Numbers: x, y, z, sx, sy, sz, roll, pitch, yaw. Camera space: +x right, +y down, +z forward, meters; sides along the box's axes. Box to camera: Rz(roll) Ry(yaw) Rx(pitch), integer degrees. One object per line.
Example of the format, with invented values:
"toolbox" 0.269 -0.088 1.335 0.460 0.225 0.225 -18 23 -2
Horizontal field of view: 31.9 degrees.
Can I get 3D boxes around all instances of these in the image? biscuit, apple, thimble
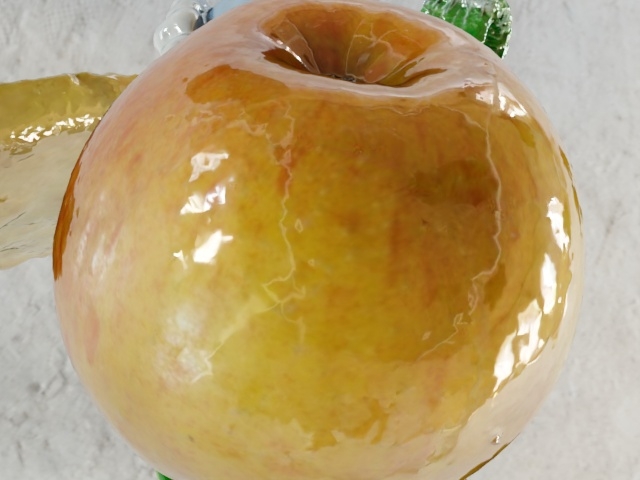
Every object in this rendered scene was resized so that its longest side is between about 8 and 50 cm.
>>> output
"biscuit" -0.330 -0.046 1.093 0.446 0.429 0.104 -12 79 -49
"apple" 0.000 0.000 0.620 0.299 0.275 0.299 7 43 -7
"thimble" 0.158 -0.226 1.251 0.090 0.130 0.118 21 69 19

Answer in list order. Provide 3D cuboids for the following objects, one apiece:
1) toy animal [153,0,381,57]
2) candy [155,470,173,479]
"toy animal" -0.035 -0.112 0.845 0.204 0.156 0.208 -17 79 2
"candy" -0.106 0.258 1.091 0.141 0.078 0.203 -1 87 -2
